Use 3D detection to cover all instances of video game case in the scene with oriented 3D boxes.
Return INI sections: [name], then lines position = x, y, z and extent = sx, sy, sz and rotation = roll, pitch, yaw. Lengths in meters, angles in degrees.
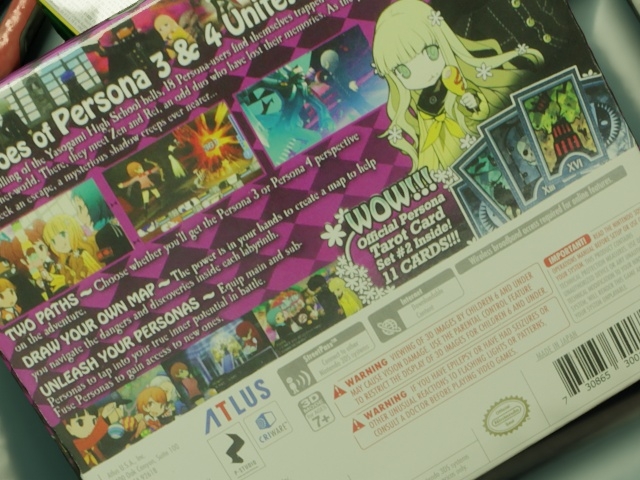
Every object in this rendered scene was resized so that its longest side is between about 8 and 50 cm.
[video game case]
position = 0.000, 0.000, 0.511
extent = 0.232, 0.042, 0.210
rotation = -31, 105, -4

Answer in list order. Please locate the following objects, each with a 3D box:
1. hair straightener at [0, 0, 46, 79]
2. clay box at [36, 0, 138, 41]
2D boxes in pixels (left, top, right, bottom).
[hair straightener]
position = -0.157, -0.092, 0.577
extent = 0.089, 0.047, 0.230
rotation = 21, 80, 7
[clay box]
position = 0.011, -0.126, 0.573
extent = 0.127, 0.053, 0.222
rotation = 43, 83, 9
